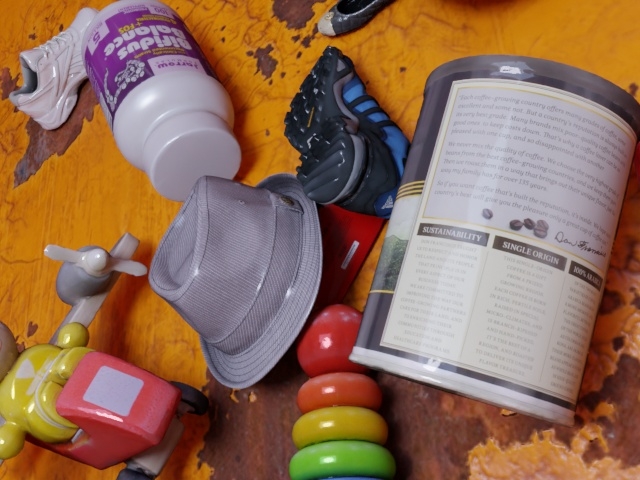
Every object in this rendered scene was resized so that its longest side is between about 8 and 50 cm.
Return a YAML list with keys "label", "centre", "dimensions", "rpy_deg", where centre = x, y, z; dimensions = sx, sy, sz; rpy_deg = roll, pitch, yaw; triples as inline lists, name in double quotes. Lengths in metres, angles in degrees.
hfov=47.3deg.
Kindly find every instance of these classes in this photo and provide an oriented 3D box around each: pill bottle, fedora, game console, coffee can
- label: "pill bottle"
  centre: [-0.222, -0.198, 1.031]
  dimensions: [0.169, 0.169, 0.302]
  rpy_deg: [-42, 53, 13]
- label: "fedora"
  centre: [-0.114, 0.021, 0.840]
  dimensions: [0.244, 0.124, 0.276]
  rpy_deg: [-50, 30, 26]
- label: "game console"
  centre: [0.000, 0.000, 0.895]
  dimensions: [0.124, 0.085, 0.144]
  rpy_deg: [28, 88, 8]
- label: "coffee can"
  centre: [0.158, 0.004, 0.659]
  dimensions: [0.201, 0.201, 0.276]
  rpy_deg: [10, 78, 37]

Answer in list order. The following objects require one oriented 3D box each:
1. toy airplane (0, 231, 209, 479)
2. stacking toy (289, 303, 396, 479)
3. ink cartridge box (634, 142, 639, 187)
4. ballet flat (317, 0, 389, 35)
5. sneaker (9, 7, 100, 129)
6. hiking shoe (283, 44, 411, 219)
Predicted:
- label: "toy airplane"
  centre: [-0.360, 0.183, 0.899]
  dimensions: [0.384, 0.272, 0.386]
  rpy_deg: [-36, 36, 4]
- label: "stacking toy"
  centre: [0.025, 0.216, 0.722]
  dimensions: [0.141, 0.141, 0.331]
  rpy_deg: [-18, 57, 28]
- label: "ink cartridge box"
  centre: [0.380, -0.082, 0.604]
  dimensions: [0.230, 0.078, 0.134]
  rpy_deg: [-14, 81, 29]
- label: "ballet flat"
  centre: [0.065, -0.329, 0.963]
  dimensions: [0.173, 0.049, 0.058]
  rpy_deg: [-29, 56, 22]
- label: "sneaker"
  centre: [-0.461, -0.315, 1.278]
  dimensions: [0.090, 0.115, 0.232]
  rpy_deg: [21, 84, 38]
- label: "hiking shoe"
  centre: [0.037, -0.121, 0.867]
  dimensions: [0.113, 0.132, 0.304]
  rpy_deg: [-50, 27, 30]
